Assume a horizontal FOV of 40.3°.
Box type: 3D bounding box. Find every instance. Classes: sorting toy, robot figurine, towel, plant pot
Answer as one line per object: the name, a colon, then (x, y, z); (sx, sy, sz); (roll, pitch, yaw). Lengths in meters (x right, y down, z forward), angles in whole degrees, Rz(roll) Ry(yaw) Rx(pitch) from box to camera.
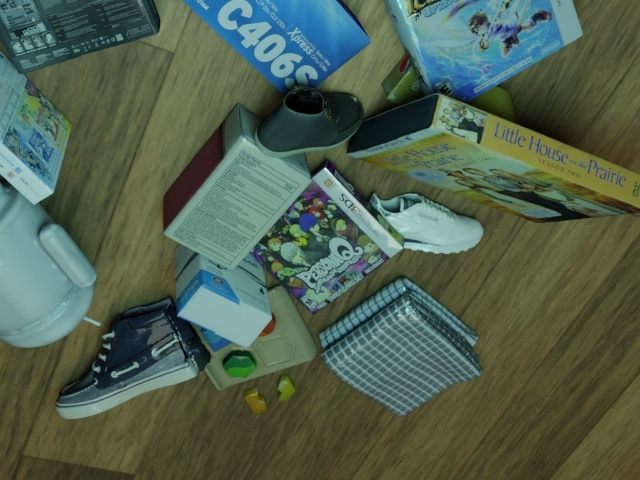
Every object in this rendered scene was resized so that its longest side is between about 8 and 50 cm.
sorting toy: (-0.126, 0.240, 1.793); (0.229, 0.041, 0.307); (-21, 126, 6)
robot figurine: (-0.523, 0.043, 1.482); (0.300, 0.199, 0.353); (-7, 132, 30)
towel: (0.171, 0.232, 1.791); (0.235, 0.121, 0.284); (-39, 123, 19)
plant pot: (0.279, -0.214, 1.493); (0.134, 0.134, 0.095); (18, 89, -21)

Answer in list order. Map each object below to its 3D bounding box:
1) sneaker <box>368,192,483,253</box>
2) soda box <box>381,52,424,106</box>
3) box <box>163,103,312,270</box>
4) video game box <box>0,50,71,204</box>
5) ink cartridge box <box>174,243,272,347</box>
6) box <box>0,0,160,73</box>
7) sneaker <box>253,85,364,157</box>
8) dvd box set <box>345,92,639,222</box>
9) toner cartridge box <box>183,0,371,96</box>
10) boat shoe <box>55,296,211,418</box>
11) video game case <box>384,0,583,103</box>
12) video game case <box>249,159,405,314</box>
sneaker: (0.197, -0.037, 1.627); (0.235, 0.090, 0.094); (2, 116, -13)
soda box: (0.182, -0.301, 1.444); (0.061, 0.058, 0.181); (28, 117, -25)
box: (-0.147, -0.090, 1.497); (0.149, 0.126, 0.232); (31, 115, -27)
video game box: (-0.470, -0.181, 1.327); (0.048, 0.205, 0.187); (-31, 124, 17)
ink cartridge box: (-0.178, 0.076, 1.566); (0.148, 0.203, 0.086); (28, 115, -27)
box: (-0.379, -0.368, 1.296); (0.233, 0.059, 0.183); (-17, 127, 3)
sneaker: (0.007, -0.203, 1.400); (0.222, 0.083, 0.118); (-26, 169, -37)
dvd box set: (0.292, -0.124, 1.462); (0.421, 0.308, 0.062); (18, 81, -22)
toner cartridge box: (-0.087, -0.363, 1.292); (0.165, 0.075, 0.348); (-38, 137, 15)
boat shoe: (-0.394, 0.225, 1.706); (0.341, 0.127, 0.158); (-22, 105, 11)
video game case: (0.248, -0.365, 1.347); (0.270, 0.061, 0.244); (-31, 116, -5)
video game case: (0.000, 0.000, 1.595); (0.232, 0.042, 0.210); (-38, 106, 24)
